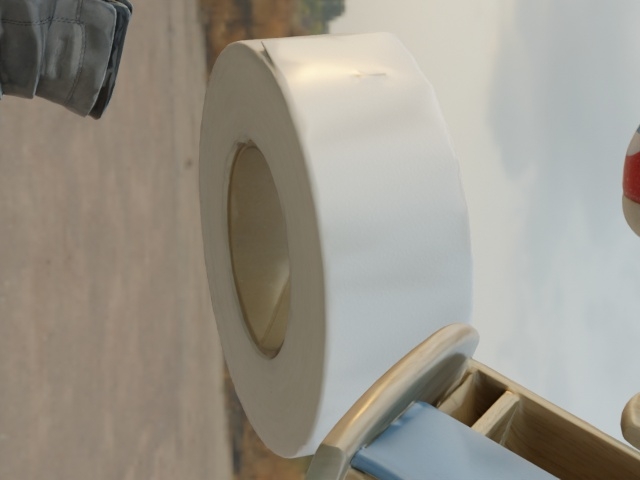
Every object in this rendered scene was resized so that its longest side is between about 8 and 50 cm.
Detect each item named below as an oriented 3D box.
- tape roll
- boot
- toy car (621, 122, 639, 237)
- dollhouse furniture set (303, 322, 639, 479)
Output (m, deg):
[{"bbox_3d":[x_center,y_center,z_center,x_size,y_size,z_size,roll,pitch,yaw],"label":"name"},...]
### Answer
[{"bbox_3d":[0.000,0.000,0.890,0.286,0.100,0.286,173,-90,-72],"label":"tape roll"},{"bbox_3d":[-0.251,-0.111,0.894,0.118,0.222,0.338,-116,-137,-57],"label":"boot"},{"bbox_3d":[0.291,-0.105,0.761,0.219,0.210,0.238,-68,162,-76],"label":"toy car"},{"bbox_3d":[0.169,-0.005,0.468,0.286,0.198,0.303,-29,144,-60],"label":"dollhouse furniture set"}]
